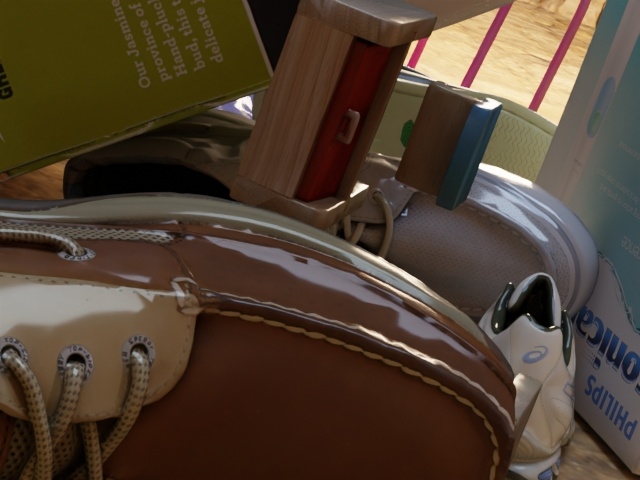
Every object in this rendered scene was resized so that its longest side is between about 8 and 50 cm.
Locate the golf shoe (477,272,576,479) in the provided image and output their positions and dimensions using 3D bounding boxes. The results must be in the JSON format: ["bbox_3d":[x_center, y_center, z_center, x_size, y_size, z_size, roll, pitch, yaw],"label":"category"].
[{"bbox_3d":[0.094,0.054,0.878,0.069,0.086,0.176,18,12,0],"label":"golf shoe"}]

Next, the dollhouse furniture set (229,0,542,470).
[{"bbox_3d":[0.023,0.016,0.711,0.129,0.183,0.129,23,14,10],"label":"dollhouse furniture set"}]

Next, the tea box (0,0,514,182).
[{"bbox_3d":[-0.073,-0.184,0.971,0.324,0.220,0.329,-17,9,12],"label":"tea box"}]

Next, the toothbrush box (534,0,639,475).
[{"bbox_3d":[0.219,-0.042,0.979,0.126,0.295,0.216,16,13,-21],"label":"toothbrush box"}]

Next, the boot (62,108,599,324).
[{"bbox_3d":[0.000,0.000,0.962,0.258,0.095,0.123,14,17,20],"label":"boot"}]

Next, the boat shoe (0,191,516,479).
[{"bbox_3d":[-0.103,0.047,0.594,0.324,0.122,0.120,11,20,-2],"label":"boat shoe"}]

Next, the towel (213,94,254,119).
[{"bbox_3d":[0.017,-0.052,1.266,0.336,0.040,0.243,12,17,-31],"label":"towel"}]

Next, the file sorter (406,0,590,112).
[{"bbox_3d":[0.031,-0.198,1.484,0.291,0.182,0.202,19,12,-32],"label":"file sorter"}]

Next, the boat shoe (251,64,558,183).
[{"bbox_3d":[0.075,-0.062,1.181,0.233,0.084,0.079,20,16,0],"label":"boat shoe"}]
